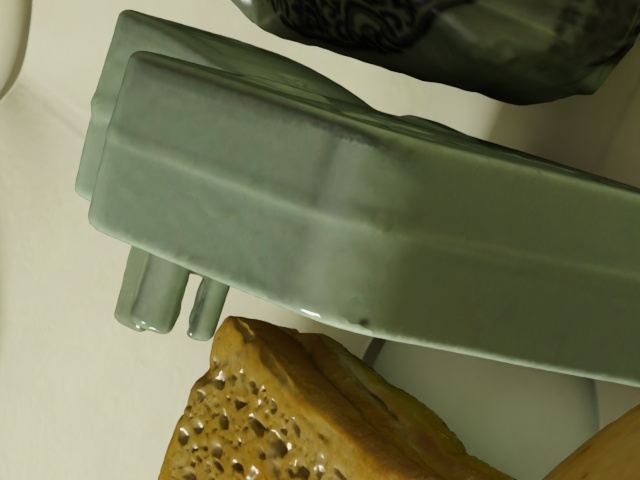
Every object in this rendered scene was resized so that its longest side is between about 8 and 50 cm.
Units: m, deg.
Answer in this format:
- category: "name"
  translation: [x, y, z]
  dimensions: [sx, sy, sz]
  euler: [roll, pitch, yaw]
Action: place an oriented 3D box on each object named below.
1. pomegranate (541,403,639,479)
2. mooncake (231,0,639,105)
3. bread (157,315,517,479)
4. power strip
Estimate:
- category: "pomegranate"
  translation: [0.199, 0.178, 0.521]
  dimensions: [0.410, 0.410, 0.410]
  euler: [-12, 72, 42]
- category: "mooncake"
  translation: [0.065, -0.192, 0.887]
  dimensions: [0.250, 0.136, 0.254]
  euler: [30, 101, 47]
- category: "bread"
  translation: [0.027, 0.142, 0.884]
  dimensions: [0.271, 0.077, 0.139]
  euler: [31, 106, 45]
- category: "power strip"
  translation: [0.000, 0.000, 0.836]
  dimensions: [0.261, 0.229, 0.141]
  euler: [22, 97, 44]
